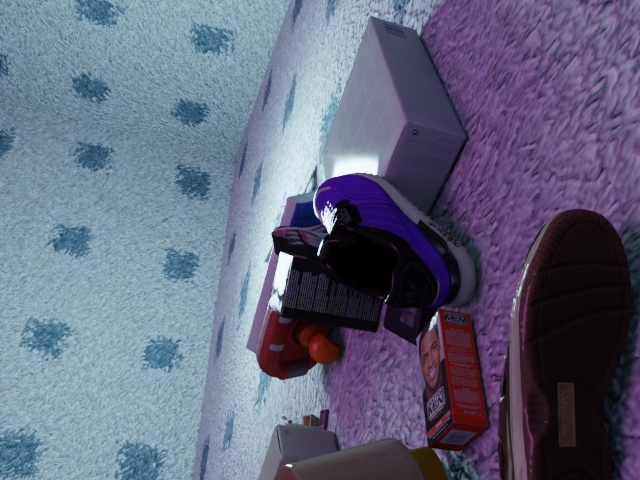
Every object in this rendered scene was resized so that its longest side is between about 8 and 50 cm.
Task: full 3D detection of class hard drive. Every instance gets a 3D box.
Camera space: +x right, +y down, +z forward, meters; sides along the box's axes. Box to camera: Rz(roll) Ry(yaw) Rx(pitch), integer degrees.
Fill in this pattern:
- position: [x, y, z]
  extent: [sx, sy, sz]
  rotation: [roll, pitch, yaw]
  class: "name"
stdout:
- position: [0.125, 0.089, 0.977]
  extent: [0.135, 0.022, 0.094]
  rotation: [-165, 87, -76]
  class: "hard drive"
- position: [-0.043, 0.055, 1.410]
  extent: [0.210, 0.040, 0.318]
  rotation: [-20, -49, -60]
  class: "hard drive"

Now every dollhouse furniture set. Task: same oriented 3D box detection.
- position: [-0.044, 0.359, 1.315]
  extent: [0.114, 0.081, 0.090]
  rotation: [136, 143, -67]
  class: "dollhouse furniture set"

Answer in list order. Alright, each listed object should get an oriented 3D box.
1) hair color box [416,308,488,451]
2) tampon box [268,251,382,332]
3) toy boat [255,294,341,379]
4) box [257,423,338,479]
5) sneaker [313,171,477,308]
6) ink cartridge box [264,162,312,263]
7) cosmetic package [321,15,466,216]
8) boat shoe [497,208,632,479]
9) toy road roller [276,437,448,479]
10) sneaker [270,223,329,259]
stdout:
- position: [0.146, 0.157, 0.794]
  extent: [0.072, 0.043, 0.141]
  rotation: [115, 162, -47]
  class: "hair color box"
- position: [0.010, 0.083, 1.157]
  extent: [0.120, 0.161, 0.101]
  rotation: [-172, 94, -76]
  class: "tampon box"
- position: [-0.018, 0.174, 1.312]
  extent: [0.151, 0.151, 0.230]
  rotation: [36, 119, 42]
  class: "toy boat"
- position: [-0.057, 0.461, 1.226]
  extent: [0.094, 0.113, 0.275]
  rotation: [-108, 31, -63]
  class: "box"
- position: [0.050, -0.006, 0.887]
  extent: [0.293, 0.146, 0.102]
  rotation: [39, 128, 47]
  class: "sneaker"
- position: [-0.062, -0.062, 1.800]
  extent: [0.235, 0.056, 0.171]
  rotation: [-64, 2, -41]
  class: "ink cartridge box"
- position: [0.097, -0.153, 1.136]
  extent: [0.377, 0.098, 0.284]
  rotation: [-96, 24, -51]
  class: "cosmetic package"
- position: [0.186, 0.103, 0.580]
  extent: [0.095, 0.095, 0.257]
  rotation: [150, 130, -80]
  class: "boat shoe"
- position: [0.021, 0.383, 0.783]
  extent: [0.329, 0.203, 0.240]
  rotation: [119, 138, -54]
  class: "toy road roller"
- position: [0.000, 0.000, 1.268]
  extent: [0.077, 0.179, 0.071]
  rotation: [-82, -3, -66]
  class: "sneaker"
